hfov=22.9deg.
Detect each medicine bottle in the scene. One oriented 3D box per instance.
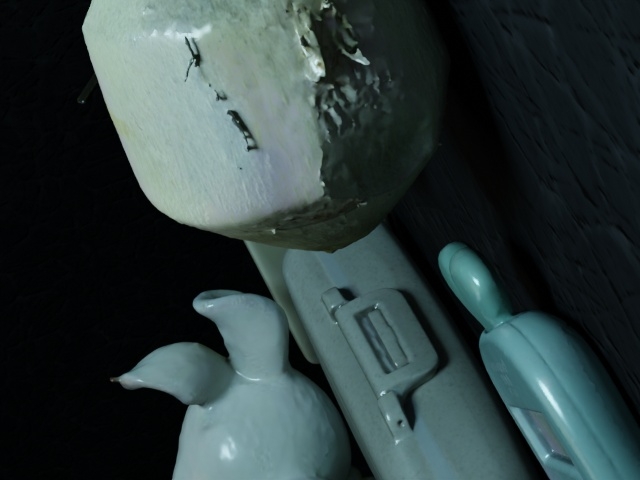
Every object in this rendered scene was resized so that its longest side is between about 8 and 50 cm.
[{"bbox_3d":[0.094,0.160,1.329,0.375,0.123,0.282,63,-179,43],"label":"medicine bottle"}]

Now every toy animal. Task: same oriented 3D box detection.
[{"bbox_3d":[-0.042,0.213,1.374,0.247,0.182,0.310,68,180,-59],"label":"toy animal"}]

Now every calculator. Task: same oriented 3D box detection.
[{"bbox_3d":[0.148,0.125,0.823,0.295,0.042,0.184,60,178,3],"label":"calculator"}]

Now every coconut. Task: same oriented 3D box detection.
[{"bbox_3d":[-0.017,-0.073,0.737,0.171,0.170,0.183,-124,9,-69],"label":"coconut"}]

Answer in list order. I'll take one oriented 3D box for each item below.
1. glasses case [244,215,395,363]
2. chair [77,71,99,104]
[{"bbox_3d":[0.000,0.000,1.484,0.070,0.131,0.313,60,177,33],"label":"glasses case"},{"bbox_3d":[-0.147,-0.289,1.496,0.160,0.170,0.326,59,-137,-33],"label":"chair"}]
